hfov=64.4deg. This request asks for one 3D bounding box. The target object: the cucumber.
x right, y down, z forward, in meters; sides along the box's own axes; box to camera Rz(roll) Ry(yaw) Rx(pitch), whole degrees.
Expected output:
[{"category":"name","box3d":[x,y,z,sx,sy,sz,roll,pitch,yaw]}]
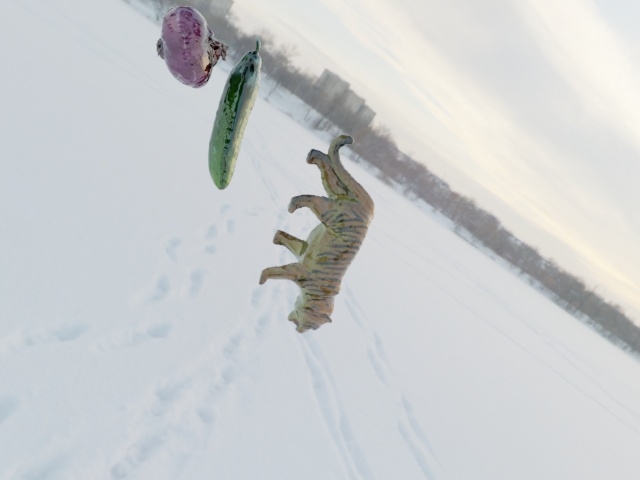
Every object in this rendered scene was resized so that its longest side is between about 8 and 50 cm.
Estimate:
[{"category":"cucumber","box3d":[-0.140,-0.206,0.823,0.055,0.251,0.056,17,1,0]}]

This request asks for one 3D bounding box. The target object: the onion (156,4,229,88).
[{"category":"onion","box3d":[-0.188,-0.283,0.747,0.104,0.115,0.115,2,17,-9]}]

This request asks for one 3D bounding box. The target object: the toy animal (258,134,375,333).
[{"category":"toy animal","box3d":[0.000,0.000,0.563,0.099,0.241,0.057,21,25,-8]}]
